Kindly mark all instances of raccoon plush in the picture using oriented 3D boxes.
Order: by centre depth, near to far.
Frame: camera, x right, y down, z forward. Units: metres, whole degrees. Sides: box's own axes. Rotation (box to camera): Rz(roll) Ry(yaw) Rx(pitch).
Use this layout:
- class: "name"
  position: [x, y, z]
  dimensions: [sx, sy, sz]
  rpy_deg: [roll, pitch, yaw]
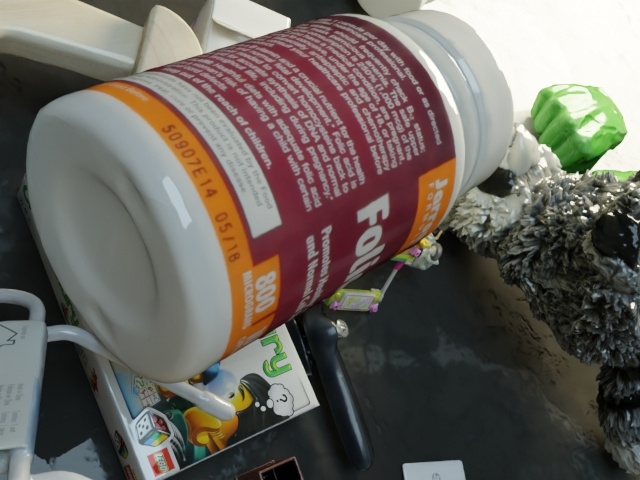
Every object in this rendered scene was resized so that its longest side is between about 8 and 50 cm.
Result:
- class: "raccoon plush"
  position: [0.266, 0.071, 1.002]
  dimensions: [0.216, 0.299, 0.447]
  rpy_deg: [-16, 110, -51]

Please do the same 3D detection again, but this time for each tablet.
- class: "tablet"
  position: [0.128, 0.272, 0.886]
  dimensions: [0.083, 0.006, 0.054]
  rpy_deg: [6, 66, -30]

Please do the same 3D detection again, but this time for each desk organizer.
- class: "desk organizer"
  position: [-0.030, 0.276, 0.759]
  dimensions: [0.047, 0.050, 0.130]
  rpy_deg: [-14, 77, -35]

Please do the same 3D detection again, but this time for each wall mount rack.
- class: "wall mount rack"
  position: [-0.197, 0.148, 0.563]
  dimensions: [0.304, 0.350, 0.131]
  rpy_deg: [-6, 112, -14]

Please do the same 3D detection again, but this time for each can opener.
- class: "can opener"
  position: [0.015, 0.153, 0.848]
  dimensions: [0.186, 0.073, 0.059]
  rpy_deg: [65, 15, 5]

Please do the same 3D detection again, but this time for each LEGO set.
- class: "LEGO set"
  position: [0.000, 0.000, 0.894]
  dimensions: [0.287, 0.107, 0.132]
  rpy_deg: [19, 26, -19]

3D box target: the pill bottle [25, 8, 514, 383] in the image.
- class: "pill bottle"
  position: [-0.020, -0.065, 0.687]
  dimensions: [0.392, 0.224, 0.224]
  rpy_deg: [-28, 86, -37]

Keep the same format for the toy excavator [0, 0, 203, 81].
- class: "toy excavator"
  position: [-0.362, -0.149, 0.625]
  dimensions: [0.433, 0.222, 0.445]
  rpy_deg: [40, 55, -8]

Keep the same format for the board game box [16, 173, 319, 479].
- class: "board game box"
  position: [-0.146, 0.060, 0.781]
  dimensions: [0.193, 0.053, 0.305]
  rpy_deg: [-18, 80, -35]

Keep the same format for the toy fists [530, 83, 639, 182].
- class: "toy fists"
  position: [0.400, -0.105, 1.170]
  dimensions: [0.142, 0.096, 0.279]
  rpy_deg: [-12, 74, -45]

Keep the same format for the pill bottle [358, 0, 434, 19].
- class: "pill bottle"
  position: [0.137, -0.404, 1.114]
  dimensions: [0.131, 0.131, 0.229]
  rpy_deg: [41, 54, -10]

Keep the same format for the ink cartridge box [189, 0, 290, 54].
- class: "ink cartridge box"
  position: [-0.097, -0.194, 0.867]
  dimensions: [0.092, 0.143, 0.090]
  rpy_deg: [17, 61, -25]
